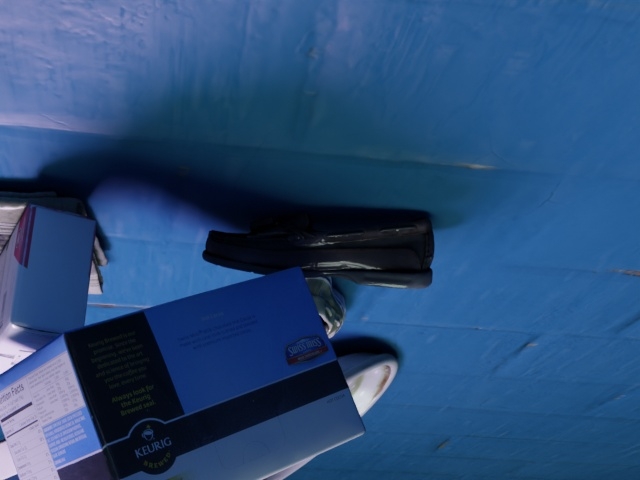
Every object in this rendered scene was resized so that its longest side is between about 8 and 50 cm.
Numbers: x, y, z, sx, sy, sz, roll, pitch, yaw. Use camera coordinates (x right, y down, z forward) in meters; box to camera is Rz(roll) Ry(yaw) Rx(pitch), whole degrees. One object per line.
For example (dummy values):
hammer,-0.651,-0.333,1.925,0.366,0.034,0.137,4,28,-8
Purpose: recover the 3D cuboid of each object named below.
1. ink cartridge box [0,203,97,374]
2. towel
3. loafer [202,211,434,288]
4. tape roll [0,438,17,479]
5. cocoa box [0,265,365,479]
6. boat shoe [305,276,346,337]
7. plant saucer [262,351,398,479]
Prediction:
ink cartridge box,-0.358,0.071,1.356,0.092,0.159,0.218,13,155,-24
towel,-0.458,-0.007,1.456,0.324,0.056,0.312,5,156,-3
loafer,0.000,0.000,1.406,0.302,0.095,0.109,6,-171,-1
tape roll,-0.539,0.398,2.232,0.392,0.072,0.392,-25,178,-1
cocoa box,-0.169,0.198,1.280,0.347,0.228,0.231,-15,170,-42
boat shoe,-0.021,0.113,1.662,0.109,0.094,0.302,-1,159,6
plant saucer,-0.031,0.327,2.062,0.400,0.100,0.400,-35,160,-15
